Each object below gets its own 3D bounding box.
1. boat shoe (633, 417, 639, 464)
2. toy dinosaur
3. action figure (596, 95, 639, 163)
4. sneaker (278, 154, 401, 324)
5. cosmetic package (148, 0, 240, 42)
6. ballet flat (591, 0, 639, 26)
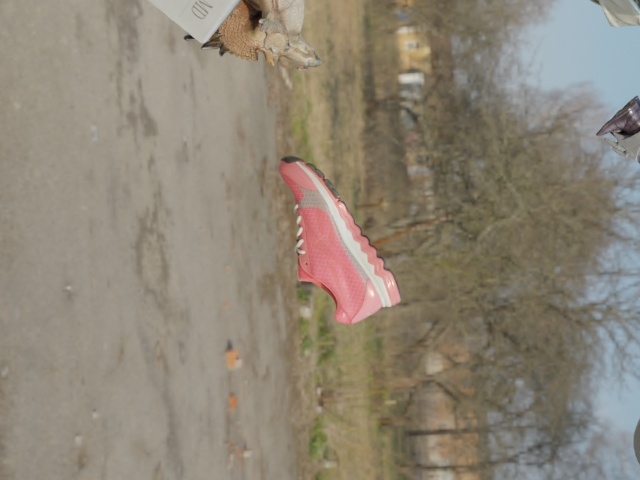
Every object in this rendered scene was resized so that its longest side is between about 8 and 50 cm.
[{"bbox_3d":[0.437,0.168,0.964,0.302,0.094,0.109,93,-26,-49],"label":"boat shoe"},{"bbox_3d":[-0.074,-0.277,0.792,0.200,0.127,0.296,17,-50,55],"label":"toy dinosaur"},{"bbox_3d":[0.542,-0.090,1.268,0.185,0.285,0.099,-34,167,-43],"label":"action figure"},{"bbox_3d":[0.000,0.000,1.428,0.314,0.136,0.116,55,-2,10],"label":"sneaker"},{"bbox_3d":[-0.120,-0.228,0.477,0.086,0.231,0.117,-57,-166,-23],"label":"cosmetic package"},{"bbox_3d":[0.466,-0.533,1.530,0.400,0.139,0.139,47,21,-18],"label":"ballet flat"}]
